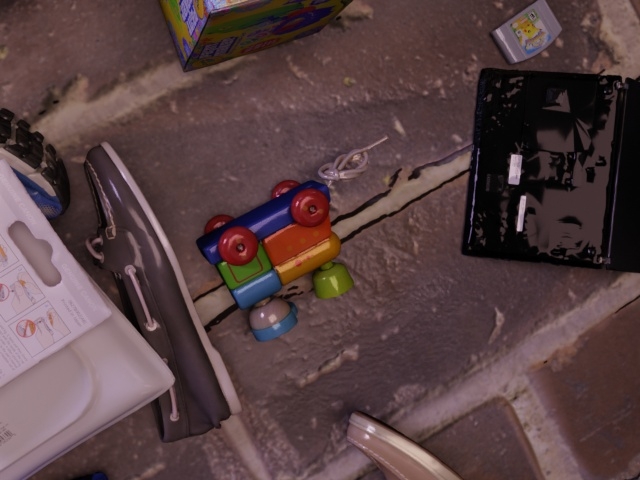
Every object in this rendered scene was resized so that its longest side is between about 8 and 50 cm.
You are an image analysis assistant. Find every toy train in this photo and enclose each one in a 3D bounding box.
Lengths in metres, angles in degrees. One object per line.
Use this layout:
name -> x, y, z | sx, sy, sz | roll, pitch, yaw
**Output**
toy train -> 0.000, 0.000, 0.955 | 0.248, 0.105, 0.143 | -28, 108, -11

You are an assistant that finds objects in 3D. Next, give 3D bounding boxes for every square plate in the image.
square plate -> -0.381, 0.115, 0.825 | 0.347, 0.049, 0.344 | -34, 107, 5

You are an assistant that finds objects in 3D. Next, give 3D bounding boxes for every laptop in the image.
laptop -> 0.325, -0.082, 1.068 | 0.265, 0.136, 0.234 | 5, 89, 12

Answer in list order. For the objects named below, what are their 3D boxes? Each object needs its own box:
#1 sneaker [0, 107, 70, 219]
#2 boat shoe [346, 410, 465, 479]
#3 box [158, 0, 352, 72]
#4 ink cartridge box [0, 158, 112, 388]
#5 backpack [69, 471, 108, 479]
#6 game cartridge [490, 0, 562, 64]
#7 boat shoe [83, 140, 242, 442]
sneaker -> -0.418, -0.084, 0.853 | 0.330, 0.129, 0.147 | 20, 105, -15
boat shoe -> 0.132, 0.316, 0.987 | 0.302, 0.109, 0.098 | 43, 81, -16
box -> -0.089, -0.341, 0.823 | 0.177, 0.290, 0.279 | -20, 96, -13
ink cartridge box -> -0.336, 0.056, 0.770 | 0.225, 0.056, 0.181 | -35, 109, -14
backpack -> -0.278, 0.309, 0.893 | 0.120, 0.101, 0.097 | -15, 88, -9
game cartridge -> 0.257, -0.256, 1.047 | 0.083, 0.017, 0.056 | -36, 103, -10
boat shoe -> -0.190, 0.062, 0.901 | 0.096, 0.112, 0.335 | -27, 101, -16
